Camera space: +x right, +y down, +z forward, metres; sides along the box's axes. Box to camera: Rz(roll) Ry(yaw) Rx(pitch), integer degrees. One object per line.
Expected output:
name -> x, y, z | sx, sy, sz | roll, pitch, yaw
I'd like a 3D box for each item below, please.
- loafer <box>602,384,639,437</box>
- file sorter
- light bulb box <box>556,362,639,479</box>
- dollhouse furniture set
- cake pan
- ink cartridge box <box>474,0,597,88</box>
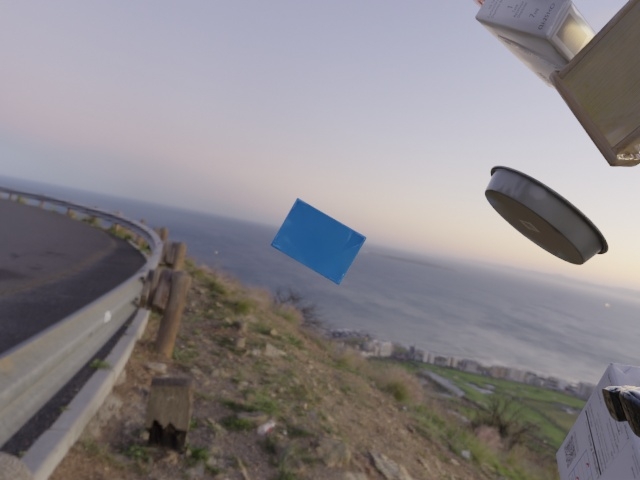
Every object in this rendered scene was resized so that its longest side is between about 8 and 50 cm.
loafer -> 0.445, 0.227, 0.754 | 0.061, 0.062, 0.170 | -16, -4, 9
file sorter -> 0.000, 0.000, 1.217 | 0.170, 0.118, 0.104 | 30, 5, 4
light bulb box -> 0.682, 0.515, 1.136 | 0.226, 0.360, 0.357 | 9, 38, 5
dollhouse furniture set -> 0.583, -0.248, 0.789 | 0.395, 0.361, 0.256 | -4, -29, -32
cake pan -> 0.470, -0.048, 1.181 | 0.293, 0.054, 0.293 | 40, 2, -2
ink cartridge box -> 0.354, -0.343, 0.939 | 0.296, 0.066, 0.261 | 14, 20, -45
